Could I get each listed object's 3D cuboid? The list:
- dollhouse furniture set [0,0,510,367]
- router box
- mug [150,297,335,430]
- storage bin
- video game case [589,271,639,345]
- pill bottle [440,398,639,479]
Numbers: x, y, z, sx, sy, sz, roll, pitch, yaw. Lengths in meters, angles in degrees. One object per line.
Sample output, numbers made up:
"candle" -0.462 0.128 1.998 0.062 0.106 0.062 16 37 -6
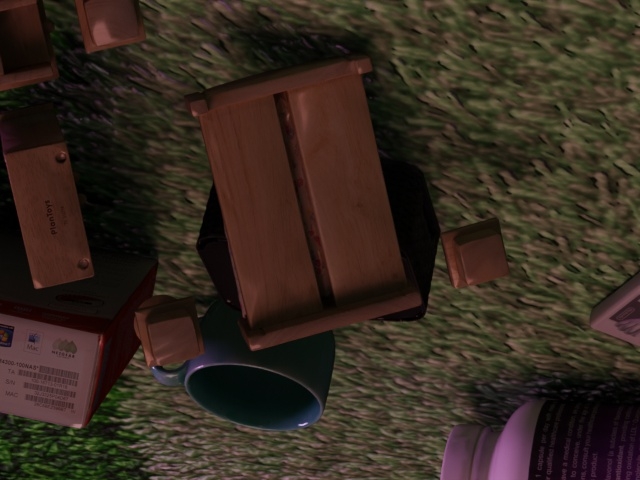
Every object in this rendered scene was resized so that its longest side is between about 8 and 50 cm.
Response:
"dollhouse furniture set" -0.065 -0.087 1.480 0.355 0.174 0.303 -14 105 -8
"router box" -0.327 0.048 1.625 0.335 0.082 0.301 12 -169 1
"mug" -0.064 0.098 1.765 0.157 0.097 0.129 22 148 -14
"storage bin" 0.000 0.000 1.598 0.180 0.084 0.122 3 147 17
"video game case" 0.349 0.059 1.628 0.173 0.022 0.190 21 148 -14
"pill bottle" 0.282 0.242 1.794 0.322 0.182 0.181 3 147 17
